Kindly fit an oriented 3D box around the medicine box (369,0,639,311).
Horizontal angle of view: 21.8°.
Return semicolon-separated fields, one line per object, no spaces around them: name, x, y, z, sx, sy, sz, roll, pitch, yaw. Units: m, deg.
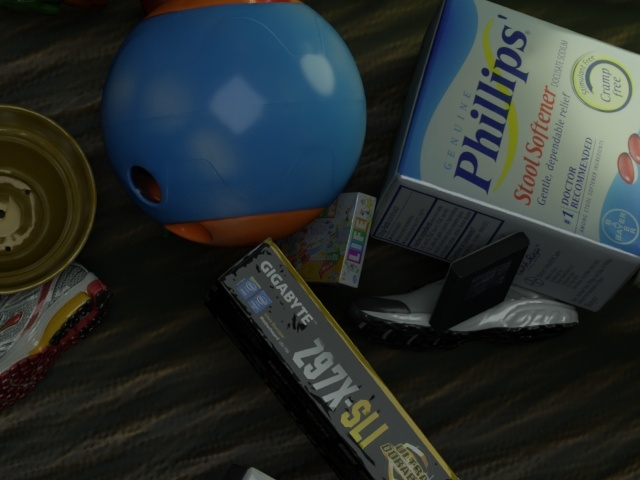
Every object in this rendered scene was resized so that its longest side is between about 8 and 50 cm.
medicine box;0.231;-0.101;1.880;0.289;0.149;0.263;19;62;-4

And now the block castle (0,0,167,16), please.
block castle;-0.324;-0.414;1.865;0.453;0.213;0.303;9;70;-12

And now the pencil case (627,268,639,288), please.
pencil case;0.550;-0.008;1.931;0.410;0.160;0.183;4;125;-4

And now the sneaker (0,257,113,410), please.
sneaker;-0.341;0.110;1.868;0.225;0.088;0.093;-43;69;-10

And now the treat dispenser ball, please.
treat dispenser ball;-0.094;-0.136;1.802;0.288;0.288;0.288;1;83;-6

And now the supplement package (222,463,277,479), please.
supplement package;-0.051;0.354;1.756;0.175;0.293;0.177;29;82;-2

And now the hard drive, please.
hard drive;0.172;0.047;1.806;0.094;0.135;0.022;-25;66;-20

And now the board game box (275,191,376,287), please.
board game box;0.000;0.000;1.877;0.026;0.154;0.103;18;80;-31

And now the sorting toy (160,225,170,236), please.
sorting toy;-0.168;-0.034;1.918;0.102;0.042;0.061;23;45;6

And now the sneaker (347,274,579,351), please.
sneaker;0.161;0.068;1.922;0.271;0.100;0.108;-3;74;-13

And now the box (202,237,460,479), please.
box;0.002;0.158;1.805;0.079;0.257;0.322;-38;88;-9

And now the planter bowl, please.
planter bowl;-0.362;-0.038;1.866;0.217;0.090;0.217;2;77;-9
